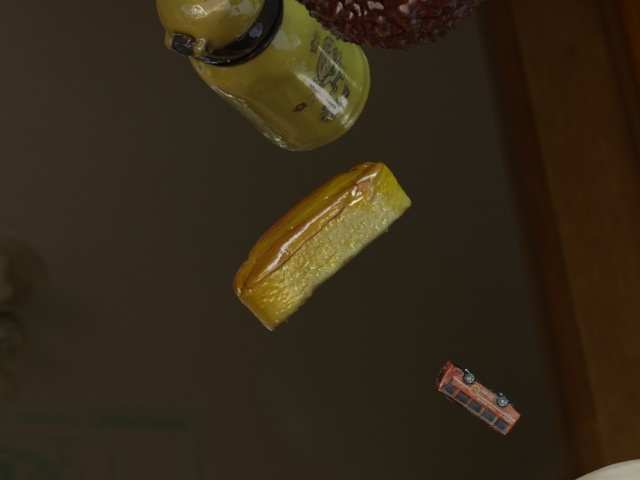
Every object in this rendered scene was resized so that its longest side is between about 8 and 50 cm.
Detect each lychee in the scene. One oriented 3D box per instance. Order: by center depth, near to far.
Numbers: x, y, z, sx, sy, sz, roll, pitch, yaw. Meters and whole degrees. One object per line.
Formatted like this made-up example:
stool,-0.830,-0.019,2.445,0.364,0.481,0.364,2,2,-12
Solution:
lychee,0.072,-0.305,1.586,0.236,0.236,0.271,-18,8,17

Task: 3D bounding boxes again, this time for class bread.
bread,0.000,0.000,1.913,0.094,0.245,0.102,51,-19,-9

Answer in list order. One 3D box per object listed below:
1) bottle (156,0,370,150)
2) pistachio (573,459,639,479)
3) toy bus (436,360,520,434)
bottle,-0.074,-0.245,1.959,0.171,0.171,0.351,-17,-23,16
pistachio,0.430,0.422,2.298,0.309,0.230,0.230,-17,-34,2
toy bus,0.189,0.190,1.953,0.110,0.031,0.043,35,-87,-9
